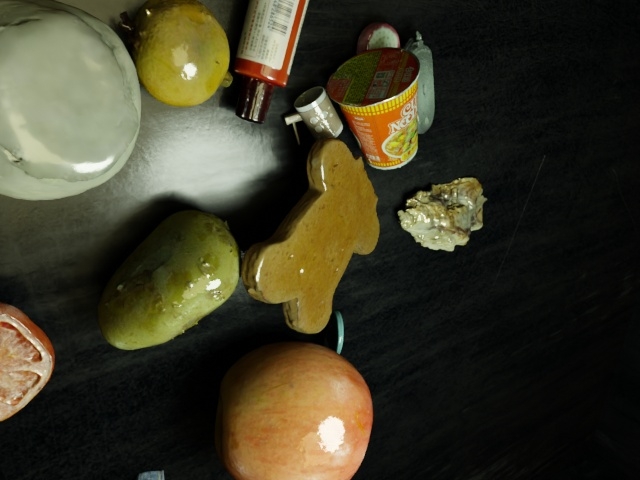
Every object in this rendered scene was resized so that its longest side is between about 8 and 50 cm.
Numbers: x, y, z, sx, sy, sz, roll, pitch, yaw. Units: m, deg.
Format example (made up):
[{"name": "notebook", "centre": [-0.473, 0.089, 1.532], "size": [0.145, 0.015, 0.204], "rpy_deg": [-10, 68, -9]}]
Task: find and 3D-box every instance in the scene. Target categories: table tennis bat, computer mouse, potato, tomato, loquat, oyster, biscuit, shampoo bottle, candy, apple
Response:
[{"name": "table tennis bat", "centre": [0.030, 0.273, 1.200], "size": [0.033, 0.124, 0.201], "rpy_deg": [5, 131, -13]}, {"name": "computer mouse", "centre": [0.214, -0.364, 1.054], "size": [0.113, 0.068, 0.229], "rpy_deg": [-32, 121, -42]}, {"name": "potato", "centre": [-0.281, 0.080, 0.856], "size": [0.307, 0.210, 0.173], "rpy_deg": [-43, 151, -5]}, {"name": "tomato", "centre": [-0.593, 0.201, 0.777], "size": [0.237, 0.095, 0.236], "rpy_deg": [-12, 117, -24]}, {"name": "loquat", "centre": [-0.228, -0.308, 0.749], "size": [0.204, 0.149, 0.172], "rpy_deg": [9, 88, -56]}, {"name": "oyster", "centre": [0.367, -0.061, 1.264], "size": [0.355, 0.107, 0.201], "rpy_deg": [-13, 113, -27]}, {"name": "biscuit", "centre": [0.000, 0.000, 1.008], "size": [0.394, 0.076, 0.368], "rpy_deg": [-61, 145, -19]}, {"name": "shampoo bottle", "centre": [-0.099, -0.359, 0.835], "size": [0.104, 0.104, 0.278], "rpy_deg": [8, 106, -35]}, {"name": "candy", "centre": [0.128, -0.425, 0.989], "size": [0.103, 0.043, 0.103], "rpy_deg": [-13, 117, -27]}, {"name": "candy", "centre": [-0.409, -0.203, 0.661], "size": [0.296, 0.185, 0.295], "rpy_deg": [-3, 96, -35]}, {"name": "apple", "centre": [-0.076, 0.407, 1.038], "size": [0.364, 0.364, 0.363], "rpy_deg": [-13, 117, -27]}]

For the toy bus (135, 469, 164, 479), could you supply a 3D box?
[{"name": "toy bus", "centre": [-0.438, 0.656, 1.098], "size": [0.075, 0.064, 0.190], "rpy_deg": [16, 102, -24]}]

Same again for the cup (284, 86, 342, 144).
[{"name": "cup", "centre": [-0.012, -0.255, 0.955], "size": [0.102, 0.074, 0.099], "rpy_deg": [-43, 127, -9]}]

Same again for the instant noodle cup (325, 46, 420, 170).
[{"name": "instant noodle cup", "centre": [0.131, -0.270, 0.974], "size": [0.193, 0.193, 0.212], "rpy_deg": [-40, 142, -11]}]
